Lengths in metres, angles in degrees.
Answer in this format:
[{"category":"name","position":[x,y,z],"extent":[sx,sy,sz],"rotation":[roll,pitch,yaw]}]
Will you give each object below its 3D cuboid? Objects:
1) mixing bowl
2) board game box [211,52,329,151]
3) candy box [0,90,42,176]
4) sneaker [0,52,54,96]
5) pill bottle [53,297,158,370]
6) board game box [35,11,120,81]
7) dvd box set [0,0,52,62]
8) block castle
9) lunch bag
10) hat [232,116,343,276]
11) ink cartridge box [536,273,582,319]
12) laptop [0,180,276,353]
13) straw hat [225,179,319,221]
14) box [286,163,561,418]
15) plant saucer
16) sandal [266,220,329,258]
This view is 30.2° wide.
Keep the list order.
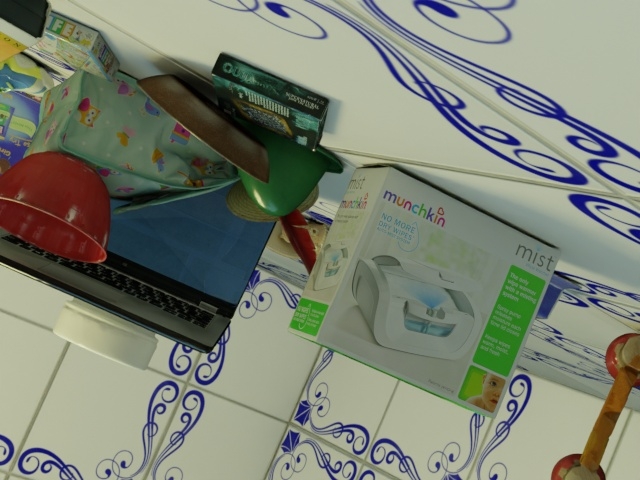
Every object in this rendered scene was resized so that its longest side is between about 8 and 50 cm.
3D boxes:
[{"category":"mixing bowl","position":[-0.346,-0.053,1.560],"extent":[0.181,0.098,0.181],"rotation":[19,160,7]},{"category":"board game box","position":[-0.054,-0.148,1.306],"extent":[0.126,0.026,0.186],"rotation":[23,174,0]},{"category":"candy box","position":[-0.627,-0.156,2.087],"extent":[0.268,0.317,0.122],"rotation":[25,174,-10]},{"category":"sneaker","position":[-0.522,-0.247,1.786],"extent":[0.240,0.126,0.091],"rotation":[28,173,-37]},{"category":"pill bottle","position":[-0.333,0.029,2.221],"extent":[0.224,0.392,0.224],"rotation":[23,175,2]},{"category":"board game box","position":[-0.310,-0.244,1.458],"extent":[0.103,0.026,0.154],"rotation":[23,175,2]},{"category":"dvd box set","position":[-0.551,-0.250,1.328],"extent":[0.420,0.062,0.307],"rotation":[-15,149,39]},{"category":"block castle","position":[0.605,0.341,1.782],"extent":[0.453,0.303,0.213],"rotation":[23,175,13]},{"category":"lunch bag","position":[-0.263,-0.125,1.684],"extent":[0.262,0.160,0.223],"rotation":[23,166,-25]},{"category":"hat","position":[-0.075,-0.045,1.548],"extent":[0.208,0.183,0.173],"rotation":[21,174,28]},{"category":"ink cartridge box","position":[0.197,0.035,1.794],"extent":[0.303,0.072,0.307],"rotation":[25,176,-8]},{"category":"laptop","position":[-0.275,-0.038,1.802],"extent":[0.382,0.236,0.408],"rotation":[23,-175,0]},{"category":"straw hat","position":[-0.071,-0.091,1.675],"extent":[0.144,0.144,0.061],"rotation":[20,132,32]},{"category":"box","position":[0.129,0.063,1.482],"extent":[0.262,0.231,0.127],"rotation":[26,174,-18]},{"category":"plant saucer","position":[-0.131,-0.142,1.422],"extent":[0.198,0.036,0.198],"rotation":[37,-175,-4]},{"category":"sandal","position":[0.000,-0.006,2.298],"extent":[0.240,0.088,0.079],"rotation":[19,146,-30]}]
